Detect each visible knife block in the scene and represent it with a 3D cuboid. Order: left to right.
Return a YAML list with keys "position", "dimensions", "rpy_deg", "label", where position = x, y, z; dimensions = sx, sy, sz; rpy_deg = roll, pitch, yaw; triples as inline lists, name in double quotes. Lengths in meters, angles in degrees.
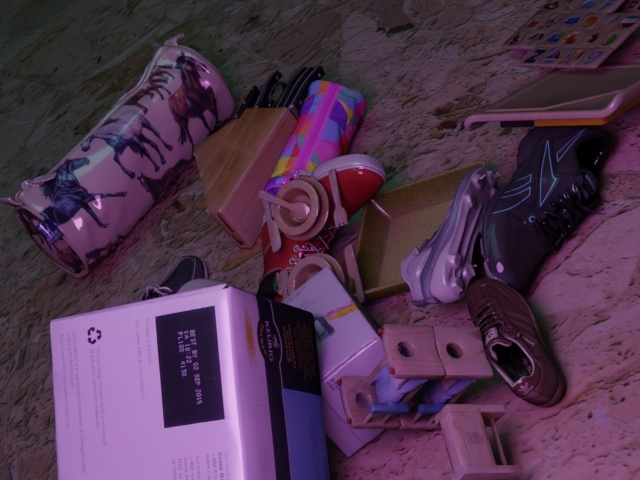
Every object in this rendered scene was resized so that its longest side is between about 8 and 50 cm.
- position: [-0.068, -0.144, 2.252]
  dimensions: [0.242, 0.088, 0.275]
  rpy_deg: [-33, 35, 11]
  label: "knife block"

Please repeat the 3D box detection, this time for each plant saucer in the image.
- position: [0.137, -0.003, 1.945]
  dimensions: [0.188, 0.045, 0.188]
  rpy_deg: [-17, 40, 29]
  label: "plant saucer"

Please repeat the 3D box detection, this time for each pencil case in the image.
- position: [-0.318, -0.141, 2.400]
  dimensions: [0.410, 0.183, 0.160]
  rpy_deg: [-50, 35, -15]
  label: "pencil case"
- position: [-0.008, -0.131, 2.174]
  dimensions: [0.104, 0.104, 0.236]
  rpy_deg: [-10, 45, 36]
  label: "pencil case"

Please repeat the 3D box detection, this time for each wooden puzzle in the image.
- position: [0.336, -0.185, 1.904]
  dimensions: [0.239, 0.044, 0.221]
  rpy_deg: [-4, 18, 44]
  label: "wooden puzzle"

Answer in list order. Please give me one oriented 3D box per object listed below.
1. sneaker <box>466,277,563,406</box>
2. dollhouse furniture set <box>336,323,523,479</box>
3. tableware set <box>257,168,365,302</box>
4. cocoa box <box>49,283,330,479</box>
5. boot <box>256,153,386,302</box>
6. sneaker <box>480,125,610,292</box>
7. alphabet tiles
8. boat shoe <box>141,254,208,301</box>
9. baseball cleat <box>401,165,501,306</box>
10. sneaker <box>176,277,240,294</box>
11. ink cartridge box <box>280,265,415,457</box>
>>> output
- position: [0.212, 0.106, 1.687]
  dimensions: [0.066, 0.071, 0.188]
  rpy_deg: [-47, 49, 18]
  label: "sneaker"
- position: [0.117, 0.204, 1.639]
  dimensions: [0.129, 0.129, 0.183]
  rpy_deg: [124, 141, -47]
  label: "dollhouse furniture set"
- position: [-0.022, 0.008, 1.938]
  dimensions: [0.128, 0.039, 0.194]
  rpy_deg: [-22, 72, 31]
  label: "tableware set"
- position: [-0.132, 0.247, 1.612]
  dimensions: [0.231, 0.228, 0.347]
  rpy_deg: [-11, 76, 21]
  label: "cocoa box"
- position: [0.000, 0.000, 1.993]
  dimensions: [0.244, 0.088, 0.176]
  rpy_deg: [-36, 39, 44]
  label: "boot"
- position: [0.277, -0.047, 1.818]
  dimensions: [0.106, 0.101, 0.267]
  rpy_deg: [-3, 49, 38]
  label: "sneaker"
- position: [0.364, -0.303, 2.063]
  dimensions: [0.198, 0.009, 0.237]
  rpy_deg: [-44, 26, -19]
  label: "alphabet tiles"
- position: [-0.227, 0.094, 2.154]
  dimensions: [0.075, 0.065, 0.206]
  rpy_deg: [-7, 46, 38]
  label: "boat shoe"
- position: [0.155, -0.007, 1.831]
  dimensions: [0.109, 0.072, 0.206]
  rpy_deg: [-15, 38, 40]
  label: "baseball cleat"
- position: [-0.134, 0.110, 2.009]
  dimensions: [0.110, 0.118, 0.292]
  rpy_deg: [-45, 34, -5]
  label: "sneaker"
- position: [0.022, 0.148, 1.810]
  dimensions: [0.127, 0.128, 0.176]
  rpy_deg: [-38, 36, 2]
  label: "ink cartridge box"
